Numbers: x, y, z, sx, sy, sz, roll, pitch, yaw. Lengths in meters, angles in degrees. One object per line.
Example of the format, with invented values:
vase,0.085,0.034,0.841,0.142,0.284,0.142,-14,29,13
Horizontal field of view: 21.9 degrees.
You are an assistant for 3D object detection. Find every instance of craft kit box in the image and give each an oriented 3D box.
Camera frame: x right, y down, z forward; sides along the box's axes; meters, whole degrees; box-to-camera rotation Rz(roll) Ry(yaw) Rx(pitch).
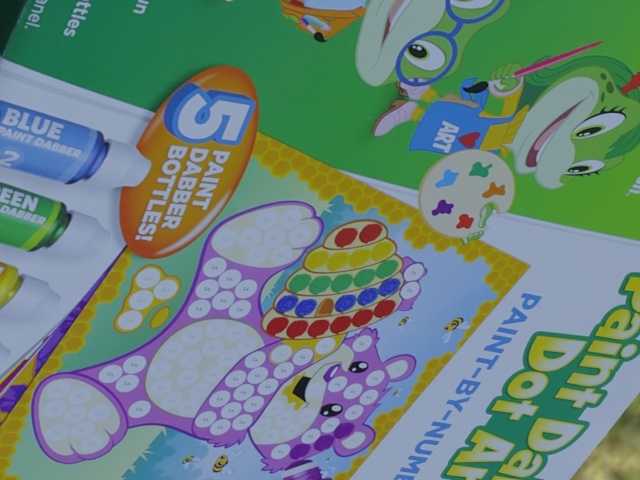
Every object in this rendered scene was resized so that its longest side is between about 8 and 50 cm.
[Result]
craft kit box,0.000,0.000,0.480,0.247,0.250,0.061,9,37,-31
